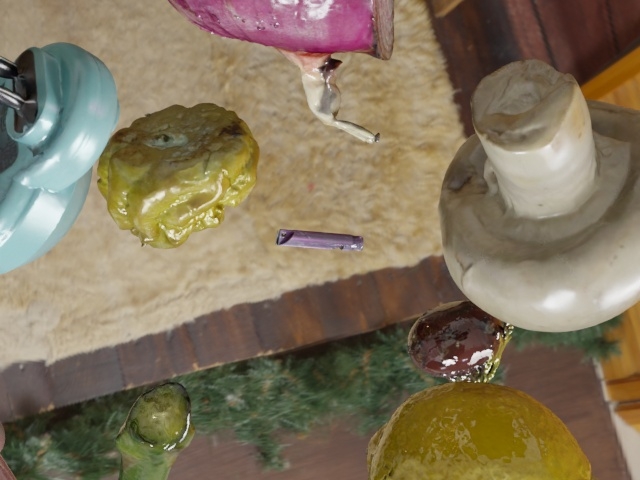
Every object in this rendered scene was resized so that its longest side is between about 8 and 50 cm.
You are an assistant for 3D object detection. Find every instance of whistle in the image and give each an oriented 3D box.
[{"bbox_3d":[0.000,0.000,1.698,0.176,0.033,0.033,5,74,-19],"label":"whistle"}]

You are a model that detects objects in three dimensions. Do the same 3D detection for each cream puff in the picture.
[{"bbox_3d":[-0.277,-0.115,1.808,0.291,0.257,0.324,25,45,30],"label":"cream puff"}]

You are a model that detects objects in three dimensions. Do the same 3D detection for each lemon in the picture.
[{"bbox_3d":[0.191,0.309,1.095,0.293,0.293,0.293,5,74,-18],"label":"lemon"}]

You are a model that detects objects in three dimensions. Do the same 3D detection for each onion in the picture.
[{"bbox_3d":[-0.043,-0.265,0.779,0.230,0.256,0.273,9,79,9],"label":"onion"}]

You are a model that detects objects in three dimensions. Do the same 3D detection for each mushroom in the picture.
[{"bbox_3d":[0.240,-0.070,0.933,0.293,0.292,0.290,-56,134,-23],"label":"mushroom"}]

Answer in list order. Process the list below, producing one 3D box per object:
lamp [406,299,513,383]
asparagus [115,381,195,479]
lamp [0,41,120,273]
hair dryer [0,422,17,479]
[{"bbox_3d":[0.220,0.171,1.424,0.156,0.157,0.135,-18,98,-23],"label":"lamp"},{"bbox_3d":[-0.225,0.290,1.153,0.082,0.343,0.085,34,49,7],"label":"asparagus"},{"bbox_3d":[-0.304,-0.083,0.885,0.147,0.284,0.209,6,55,-36],"label":"lamp"},{"bbox_3d":[-0.600,0.434,1.640,0.125,0.210,0.352,-35,74,-25],"label":"hair dryer"}]
